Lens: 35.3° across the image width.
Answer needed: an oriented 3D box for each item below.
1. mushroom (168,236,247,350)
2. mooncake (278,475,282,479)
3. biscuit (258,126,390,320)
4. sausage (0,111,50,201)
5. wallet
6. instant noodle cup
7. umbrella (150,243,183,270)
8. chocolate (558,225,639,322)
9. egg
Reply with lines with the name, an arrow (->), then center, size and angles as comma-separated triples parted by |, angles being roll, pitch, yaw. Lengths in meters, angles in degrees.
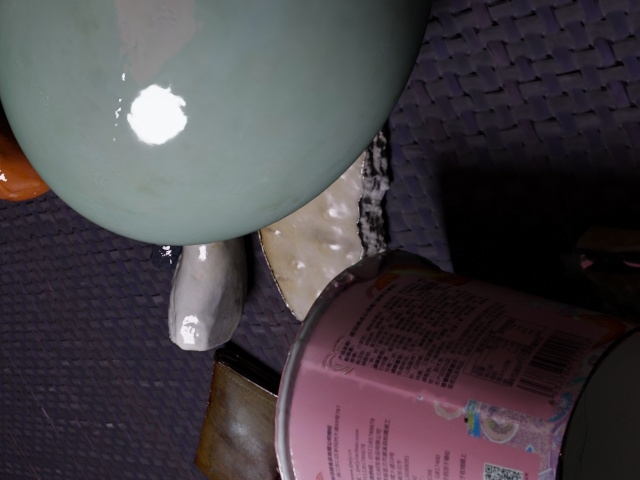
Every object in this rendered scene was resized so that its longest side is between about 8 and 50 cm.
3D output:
mushroom -> -0.112, 0.006, 0.981 | 0.081, 0.092, 0.223 | 34, 133, 34
mooncake -> 0.134, 0.334, 0.935 | 0.394, 0.393, 0.246 | -7, 128, -3
biscuit -> -0.001, 0.001, 0.917 | 0.141, 0.038, 0.290 | 20, 133, 29
sausage -> -0.376, -0.103, 1.121 | 0.179, 0.089, 0.089 | 33, 139, 1
wallet -> -0.084, 0.237, 1.190 | 0.137, 0.031, 0.255 | 33, 139, 14
instant noodle cup -> 0.129, 0.136, 0.743 | 0.231, 0.243, 0.243 | 7, 127, 45
umbrella -> -0.154, -0.049, 1.001 | 0.050, 0.046, 0.188 | 12, 132, 8
chocolate -> 0.321, 0.031, 0.651 | 0.329, 0.065, 0.102 | 4, 145, 40
egg -> -0.075, -0.150, 0.672 | 0.276, 0.276, 0.389 | 42, 139, 5
